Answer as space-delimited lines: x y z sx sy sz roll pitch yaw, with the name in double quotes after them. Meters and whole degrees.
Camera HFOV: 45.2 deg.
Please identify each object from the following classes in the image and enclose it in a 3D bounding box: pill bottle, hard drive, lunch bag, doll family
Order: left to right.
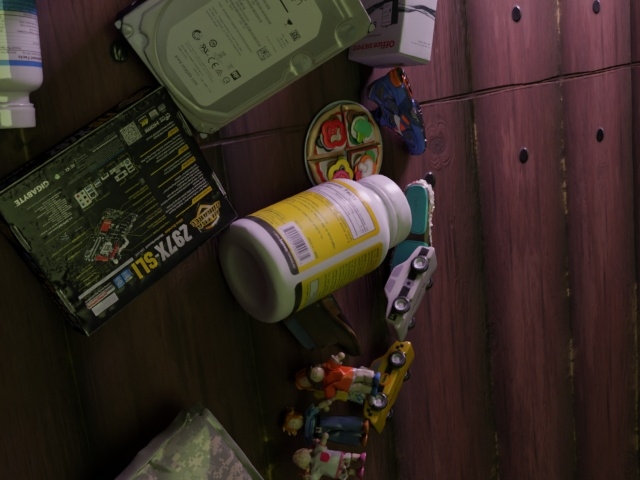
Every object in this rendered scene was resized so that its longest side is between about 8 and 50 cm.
-0.441 -0.262 1.032 0.124 0.124 0.222 -9 102 -38 "pill bottle"
-0.228 0.432 1.279 0.235 0.169 0.287 -43 125 -26 "lunch bag"
-0.115 -0.342 1.205 0.339 0.064 0.237 -31 122 8 "hard drive"
0.000 0.000 1.385 0.334 0.188 0.188 -25 112 -33 "pill bottle"
0.014 0.329 1.470 0.163 0.118 0.263 9 97 1 "doll family"

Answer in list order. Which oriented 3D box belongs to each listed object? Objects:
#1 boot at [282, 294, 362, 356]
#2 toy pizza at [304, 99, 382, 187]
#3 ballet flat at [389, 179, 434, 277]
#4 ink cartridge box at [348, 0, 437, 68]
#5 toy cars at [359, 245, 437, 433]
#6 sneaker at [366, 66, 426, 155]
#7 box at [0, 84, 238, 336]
0.004 0.176 1.506 0.106 0.082 0.219 -32 131 -2 "boot"
0.053 -0.172 1.502 0.201 0.032 0.201 -6 100 -38 "toy pizza"
0.202 -0.007 1.621 0.077 0.091 0.241 -5 107 -71 "ballet flat"
0.139 -0.440 1.455 0.087 0.153 0.208 4 93 -38 "ink cartridge box"
0.141 0.194 1.549 0.176 0.087 0.394 -24 129 -62 "toy cars"
0.156 -0.254 1.551 0.221 0.087 0.083 58 26 -43 "sneaker"
-0.315 -0.053 1.196 0.322 0.079 0.257 -42 122 -27 "box"
